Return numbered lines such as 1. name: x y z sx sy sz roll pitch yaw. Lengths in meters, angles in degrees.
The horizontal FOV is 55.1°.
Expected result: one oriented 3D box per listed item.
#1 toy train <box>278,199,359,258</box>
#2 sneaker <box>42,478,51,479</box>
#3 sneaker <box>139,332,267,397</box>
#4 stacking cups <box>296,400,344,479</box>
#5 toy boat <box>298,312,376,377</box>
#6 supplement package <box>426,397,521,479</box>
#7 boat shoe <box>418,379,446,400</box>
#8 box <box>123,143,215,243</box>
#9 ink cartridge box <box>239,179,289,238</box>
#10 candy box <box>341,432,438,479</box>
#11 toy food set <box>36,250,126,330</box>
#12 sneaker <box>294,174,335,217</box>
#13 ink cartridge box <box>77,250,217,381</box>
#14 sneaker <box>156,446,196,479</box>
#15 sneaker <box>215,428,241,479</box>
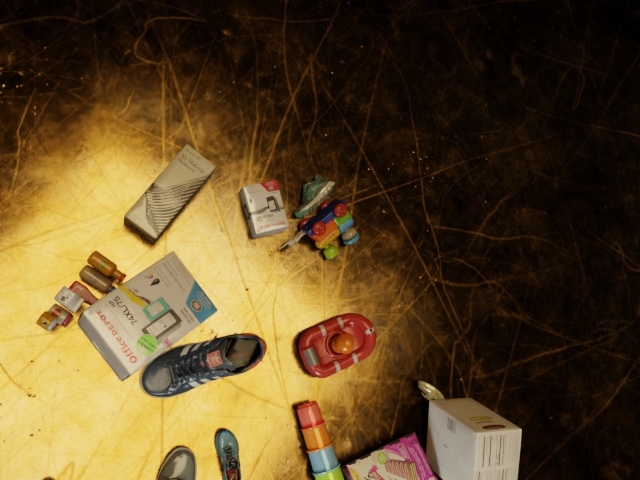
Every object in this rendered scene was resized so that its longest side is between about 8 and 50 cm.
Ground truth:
1. toy train: 0.000 0.000 1.852 0.248 0.105 0.143 -41 114 -17
2. sneaker: -0.697 0.669 1.487 0.064 0.067 0.175 26 70 -10
3. sneaker: -0.308 0.325 1.646 0.350 0.148 0.131 -19 85 -21
4. stacking cups: 0.013 0.610 1.722 0.096 0.096 0.316 -14 84 -21
5. toy boat: 0.060 0.298 1.773 0.231 0.151 0.151 -22 87 -21
6. supplement package: 0.430 0.591 1.755 0.145 0.262 0.203 2 94 -19
7. boat shoe: 0.350 0.490 1.885 0.153 0.056 0.048 46 71 -15
8. box: -0.424 -0.130 1.731 0.113 0.094 0.275 37 70 -8
9. ink cartridge box: -0.167 -0.093 1.826 0.109 0.063 0.150 -14 83 -21
10. candy box: 0.200 0.676 1.767 0.234 0.071 0.159 -19 70 -21
11. toy food set: -0.617 0.152 1.597 0.104 0.111 0.232 37 67 -8
12. sneaker: -0.031 -0.139 1.892 0.076 0.065 0.166 40 65 10
13. ink cartridge box: -0.449 0.198 1.582 0.270 0.197 0.198 -38 92 -29
14. sneaker: -0.380 0.673 1.532 0.124 0.178 0.295 20 73 -14
15. sneaker: -0.239 0.590 1.653 0.063 0.073 0.162 -12 83 -20
